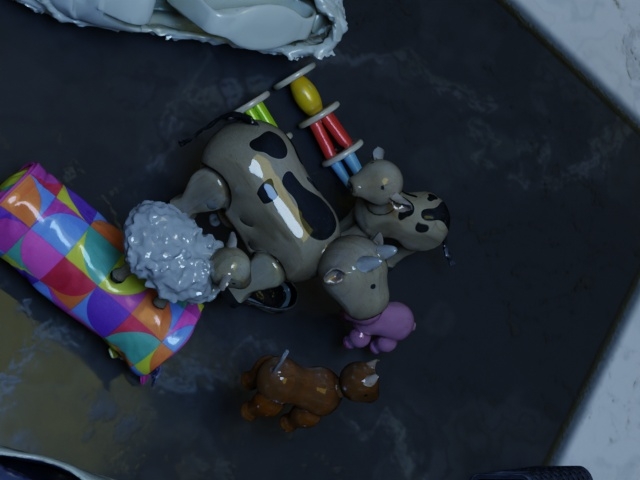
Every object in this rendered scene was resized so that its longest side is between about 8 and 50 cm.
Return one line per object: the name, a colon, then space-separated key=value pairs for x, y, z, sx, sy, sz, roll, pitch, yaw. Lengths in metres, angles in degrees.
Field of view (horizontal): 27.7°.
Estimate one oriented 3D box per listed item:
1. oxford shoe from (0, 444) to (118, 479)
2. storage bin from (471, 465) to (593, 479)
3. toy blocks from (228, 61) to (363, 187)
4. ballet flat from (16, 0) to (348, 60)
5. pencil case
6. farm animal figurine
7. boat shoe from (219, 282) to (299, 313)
oxford shoe: x=-0.205 y=0.277 z=1.170 sx=0.397 sy=0.146 sz=0.140 roll=20 pitch=69 yaw=-25
storage bin: x=0.237 y=0.339 z=1.411 sx=0.084 sy=0.122 sz=0.180 roll=-1 pitch=81 yaw=-28
toy blocks: x=-0.016 y=-0.101 z=1.395 sx=0.123 sy=0.054 sz=0.148 roll=-36 pitch=99 yaw=-29
ballet flat: x=-0.146 y=-0.257 z=1.288 sx=0.409 sy=0.147 sz=0.147 roll=4 pitch=79 yaw=-28
pencil case: x=-0.221 y=0.033 z=1.236 sx=0.236 sy=0.104 sz=0.104 roll=45 pitch=64 yaw=-14
farm animal figurine: x=0.000 y=0.000 z=1.262 sx=0.327 sy=0.172 sz=0.330 roll=44 pitch=43 yaw=-14
boat shoe: x=-0.084 y=0.039 z=1.341 sx=0.133 sy=0.042 sz=0.049 roll=24 pitch=73 yaw=-21
